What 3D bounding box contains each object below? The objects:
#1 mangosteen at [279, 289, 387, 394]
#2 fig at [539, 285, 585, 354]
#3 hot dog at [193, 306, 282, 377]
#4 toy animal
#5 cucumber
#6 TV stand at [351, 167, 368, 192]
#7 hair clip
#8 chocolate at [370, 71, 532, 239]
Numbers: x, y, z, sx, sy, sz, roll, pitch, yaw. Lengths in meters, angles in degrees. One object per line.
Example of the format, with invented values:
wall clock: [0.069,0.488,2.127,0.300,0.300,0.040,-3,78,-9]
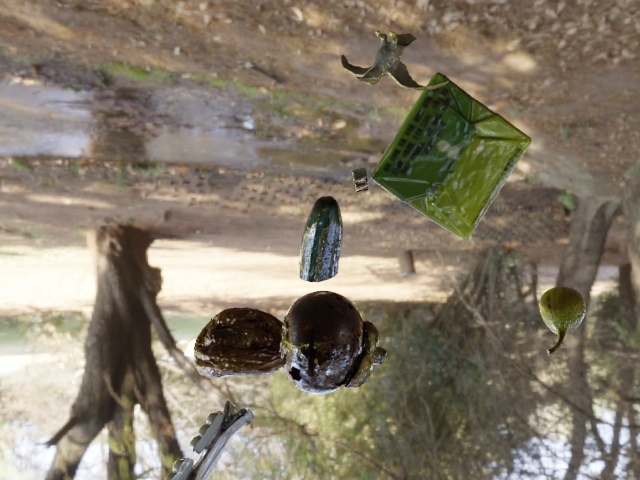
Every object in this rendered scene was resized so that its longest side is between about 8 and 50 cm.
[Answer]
mangosteen: [0.030,0.195,1.178,0.217,0.193,0.192,12,170,-15]
fig: [0.488,0.174,1.299,0.093,0.166,0.093,22,159,9]
hot dog: [-0.170,0.226,1.345,0.226,0.161,0.099,-6,138,10]
toy animal: [0.107,-0.330,1.130,0.219,0.095,0.155,23,-156,29]
cucumber: [0.000,0.000,1.681,0.115,0.244,0.063,7,-156,4]
TV stand: [0.101,-0.154,1.594,0.036,0.042,0.249,-11,178,5]
hair clip: [-0.213,0.405,1.188,0.054,0.220,0.140,27,158,21]
chocolate: [0.309,-0.204,1.549,0.288,0.301,0.137,32,-174,-8]
